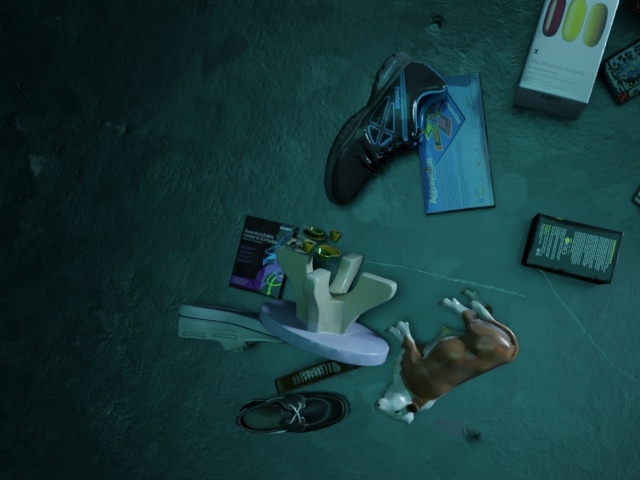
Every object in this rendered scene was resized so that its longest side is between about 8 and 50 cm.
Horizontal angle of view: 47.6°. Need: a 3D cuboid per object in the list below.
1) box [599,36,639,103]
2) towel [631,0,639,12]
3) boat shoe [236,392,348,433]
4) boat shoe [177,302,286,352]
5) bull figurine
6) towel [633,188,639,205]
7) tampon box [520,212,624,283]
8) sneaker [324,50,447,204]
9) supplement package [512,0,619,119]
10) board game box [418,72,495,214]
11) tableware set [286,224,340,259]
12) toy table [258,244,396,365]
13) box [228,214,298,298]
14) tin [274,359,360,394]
[{"bbox_3d":[0.634,-0.348,1.439,0.137,0.027,0.094,-32,106,7],"label":"box"},{"bbox_3d":[0.781,-0.530,1.444,0.274,0.031,0.199,12,87,11],"label":"towel"},{"bbox_3d":[-0.058,0.363,1.504,0.233,0.079,0.084,-6,83,8],"label":"boat shoe"},{"bbox_3d":[-0.181,0.194,1.532,0.267,0.096,0.088,9,91,12],"label":"boat shoe"},{"bbox_3d":[0.231,0.231,1.448,0.310,0.101,0.188,-28,79,8],"label":"bull figurine"},{"bbox_3d":[0.775,-0.077,1.400,0.282,0.049,0.187,32,92,11],"label":"towel"},{"bbox_3d":[0.485,0.018,1.408,0.161,0.120,0.102,14,89,11],"label":"tampon box"},{"bbox_3d":[0.127,-0.212,1.475,0.139,0.125,0.341,32,98,18],"label":"sneaker"},{"bbox_3d":[0.485,-0.385,1.433,0.139,0.134,0.244,16,89,11],"label":"supplement package"},{"bbox_3d":[0.275,-0.200,1.512,0.145,0.027,0.281,-6,85,9],"label":"board game box"},{"bbox_3d":[0.000,0.000,1.485,0.104,0.154,0.024,24,109,13],"label":"tableware set"},{"bbox_3d":[0.019,0.121,1.441,0.274,0.252,0.161,15,105,8],"label":"toy table"},{"bbox_3d":[-0.123,0.035,1.565,0.116,0.029,0.162,13,87,11],"label":"box"},{"bbox_3d":[-0.004,0.272,1.487,0.189,0.106,0.040,-20,75,7],"label":"tin"}]
